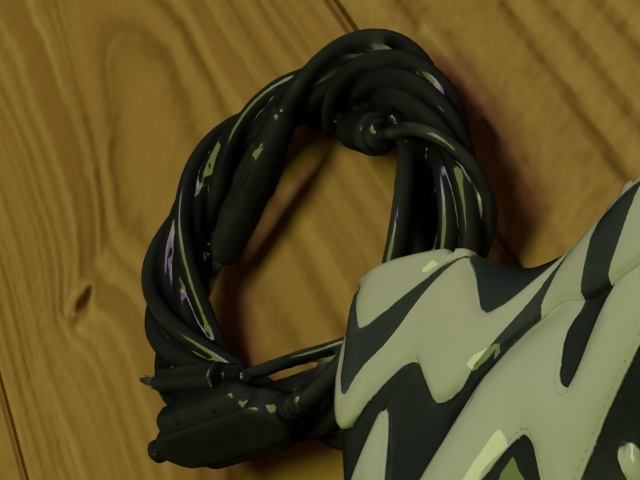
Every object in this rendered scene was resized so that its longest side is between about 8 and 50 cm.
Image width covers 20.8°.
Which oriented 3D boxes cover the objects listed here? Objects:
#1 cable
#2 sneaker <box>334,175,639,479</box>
[{"bbox_3d":[0.000,0.000,0.601,0.184,0.047,0.150,-27,46,49],"label":"cable"},{"bbox_3d":[0.074,0.071,0.400,0.235,0.094,0.153,-13,63,52],"label":"sneaker"}]
